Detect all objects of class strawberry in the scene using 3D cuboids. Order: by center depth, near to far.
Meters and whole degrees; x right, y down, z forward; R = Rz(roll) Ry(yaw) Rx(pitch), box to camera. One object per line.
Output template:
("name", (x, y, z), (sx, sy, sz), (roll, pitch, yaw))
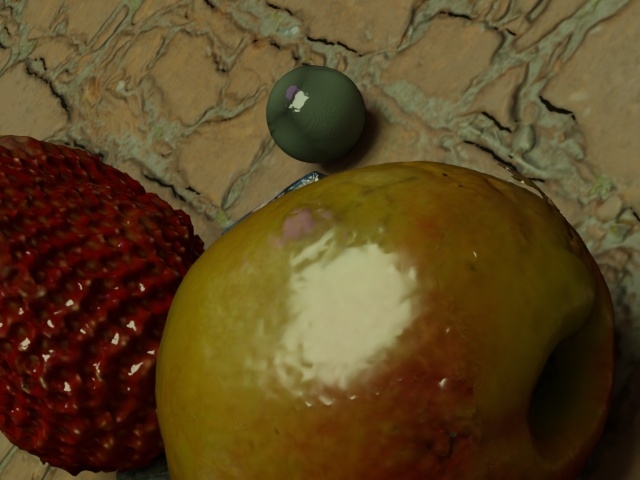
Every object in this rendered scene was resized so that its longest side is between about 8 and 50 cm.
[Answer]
("strawberry", (-0.261, 0.044, 1.273), (0.267, 0.351, 0.312), (-31, 36, 25))

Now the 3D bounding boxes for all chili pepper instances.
("chili pepper", (-0.155, 0.234, 1.283), (0.153, 0.041, 0.050), (-18, 93, 35))

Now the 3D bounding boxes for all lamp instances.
("lamp", (-0.005, -0.132, 1.358), (0.105, 0.105, 0.105), (-25, 46, 30))

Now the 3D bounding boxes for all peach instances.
("peach", (0.035, 0.093, 1.001), (0.372, 0.290, 0.373), (-21, 56, 35))

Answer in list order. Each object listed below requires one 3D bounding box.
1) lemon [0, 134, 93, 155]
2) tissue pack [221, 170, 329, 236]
("lemon", (-0.371, 0.005, 1.501), (0.310, 0.253, 0.253), (-49, 39, 11))
("tissue pack", (0.000, 0.000, 1.212), (0.115, 0.155, 0.065), (-34, 67, 23))
